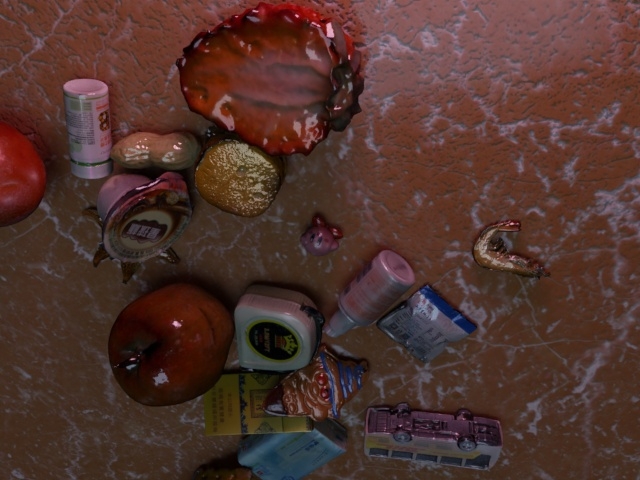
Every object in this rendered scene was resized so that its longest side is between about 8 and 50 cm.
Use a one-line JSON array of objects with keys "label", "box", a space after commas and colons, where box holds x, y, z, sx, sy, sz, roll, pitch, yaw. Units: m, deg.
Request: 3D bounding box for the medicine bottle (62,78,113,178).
[{"label": "medicine bottle", "box": [-0.463, -0.223, 1.297, 0.086, 0.086, 0.183, 9, 123, 2]}]

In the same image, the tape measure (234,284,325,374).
[{"label": "tape measure", "box": [-0.092, 0.219, 1.515, 0.207, 0.115, 0.235, 7, 126, 9]}]

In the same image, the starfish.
[{"label": "starfish", "box": [-0.437, 0.008, 1.467, 0.240, 0.043, 0.227, 37, 118, -12]}]

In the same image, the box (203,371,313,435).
[{"label": "box", "box": [-0.159, 0.409, 1.634, 0.279, 0.041, 0.153, -5, 82, 11]}]

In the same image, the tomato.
[{"label": "tomato", "box": [-0.659, -0.139, 1.299, 0.232, 0.232, 0.188, 40, 101, -17]}]

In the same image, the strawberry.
[{"label": "strawberry", "box": [-0.086, -0.300, 1.174, 0.336, 0.149, 0.265, 7, 121, 16]}]

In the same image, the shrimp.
[{"label": "shrimp", "box": [0.413, 0.019, 1.369, 0.178, 0.034, 0.124, 15, 116, 4]}]

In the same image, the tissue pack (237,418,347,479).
[{"label": "tissue pack", "box": [-0.078, 0.553, 1.732, 0.177, 0.089, 0.263, 41, 119, -18]}]

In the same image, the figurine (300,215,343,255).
[{"label": "figurine", "box": [0.000, 0.000, 1.387, 0.083, 0.071, 0.067, 29, 163, -2]}]

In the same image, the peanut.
[{"label": "peanut", "box": [-0.332, -0.180, 1.308, 0.187, 0.082, 0.082, 3, 122, 5]}]

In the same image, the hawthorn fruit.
[{"label": "hawthorn fruit", "box": [-0.346, 0.244, 1.448, 0.268, 0.301, 0.267, 8, 108, 25]}]

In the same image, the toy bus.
[{"label": "toy bus", "box": [0.281, 0.504, 1.649, 0.343, 0.097, 0.138, 6, 125, 4]}]

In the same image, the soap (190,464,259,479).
[{"label": "soap", "box": [-0.298, 0.760, 1.741, 0.259, 0.281, 0.143, -15, 129, 42]}]

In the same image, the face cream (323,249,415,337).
[{"label": "face cream", "box": [0.095, 0.136, 1.441, 0.101, 0.101, 0.251, 34, 120, -14]}]

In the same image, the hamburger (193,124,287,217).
[{"label": "hamburger", "box": [-0.161, -0.150, 1.285, 0.182, 0.118, 0.191, -35, 115, 21]}]

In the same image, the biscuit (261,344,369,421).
[{"label": "biscuit", "box": [-0.010, 0.356, 1.573, 0.280, 0.043, 0.183, -18, 90, -9]}]

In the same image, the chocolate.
[{"label": "chocolate", "box": [-0.383, -0.077, 1.338, 0.147, 0.221, 0.221, 48, 125, 25]}]

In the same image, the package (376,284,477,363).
[{"label": "package", "box": [0.246, 0.200, 1.506, 0.171, 0.027, 0.173, 41, 118, -13]}]
